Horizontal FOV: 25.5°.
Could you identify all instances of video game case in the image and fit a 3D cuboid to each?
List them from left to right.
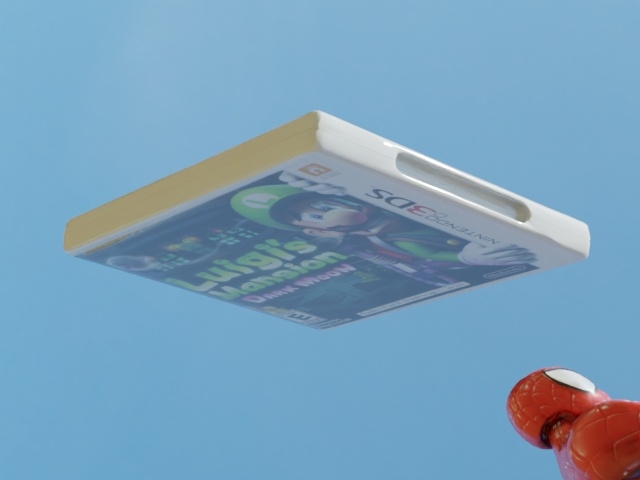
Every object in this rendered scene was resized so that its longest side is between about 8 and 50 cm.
[{"bbox_3d":[0.000,0.000,0.675,0.190,0.173,0.022,-19,-120,46],"label":"video game case"}]

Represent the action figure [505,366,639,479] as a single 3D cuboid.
[{"bbox_3d":[0.187,0.089,0.444,0.139,0.091,0.280,-40,-135,-24],"label":"action figure"}]
